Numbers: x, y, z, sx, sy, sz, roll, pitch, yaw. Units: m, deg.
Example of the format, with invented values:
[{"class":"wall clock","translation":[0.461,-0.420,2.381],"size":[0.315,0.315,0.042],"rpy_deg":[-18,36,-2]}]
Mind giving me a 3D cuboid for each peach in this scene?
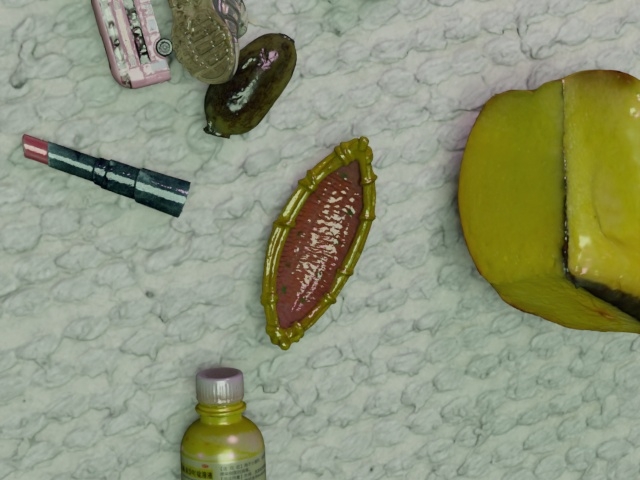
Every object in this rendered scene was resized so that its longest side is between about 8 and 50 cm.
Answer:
[{"class":"peach","translation":[0.373,-0.040,1.570],"size":[0.306,0.242,0.381],"rpy_deg":[-6,87,-34]}]

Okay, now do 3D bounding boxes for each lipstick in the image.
[{"class":"lipstick","translation":[-0.295,-0.095,1.488],"size":[0.234,0.053,0.054],"rpy_deg":[20,93,-14]}]

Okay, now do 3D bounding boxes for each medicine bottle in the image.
[{"class":"medicine bottle","translation":[-0.139,0.291,1.548],"size":[0.121,0.122,0.213],"rpy_deg":[-4,99,-14]}]

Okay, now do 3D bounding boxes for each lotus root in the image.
[{"class":"lotus root","translation":[-0.099,-0.215,1.503],"size":[0.089,0.080,0.179],"rpy_deg":[38,86,-16]}]

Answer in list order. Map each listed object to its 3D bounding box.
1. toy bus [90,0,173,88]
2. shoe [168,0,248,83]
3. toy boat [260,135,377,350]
[{"class":"toy bus","translation":[-0.258,-0.306,1.459],"size":[0.090,0.063,0.203],"rpy_deg":[-16,103,-11]},{"class":"shoe","translation":[-0.147,-0.297,1.466],"size":[0.089,0.092,0.180],"rpy_deg":[-15,89,26]},{"class":"toy boat","translation":[-0.003,0.001,1.554],"size":[0.141,0.099,0.318],"rpy_deg":[22,90,-20]}]
